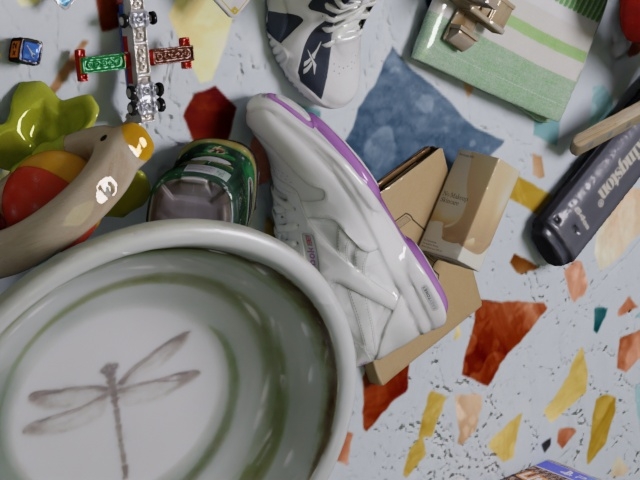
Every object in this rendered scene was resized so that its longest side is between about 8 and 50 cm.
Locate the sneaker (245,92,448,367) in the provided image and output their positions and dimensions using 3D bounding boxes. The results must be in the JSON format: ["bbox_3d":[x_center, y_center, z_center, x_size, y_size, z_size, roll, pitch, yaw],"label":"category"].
[{"bbox_3d":[0.000,0.000,1.836,0.152,0.114,0.305,-34,114,-1],"label":"sneaker"}]

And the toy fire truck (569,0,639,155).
[{"bbox_3d":[0.359,-0.212,2.071,0.217,0.158,0.246,41,62,-63],"label":"toy fire truck"}]

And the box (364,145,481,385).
[{"bbox_3d":[0.087,0.027,1.992,0.164,0.021,0.201,-36,125,-30],"label":"box"}]

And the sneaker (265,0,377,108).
[{"bbox_3d":[0.030,-0.222,1.769,0.094,0.153,0.235,-20,116,-36],"label":"sneaker"}]

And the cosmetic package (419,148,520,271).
[{"bbox_3d":[0.152,-0.031,1.979,0.041,0.060,0.115,28,81,-45],"label":"cosmetic package"}]

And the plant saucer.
[{"bbox_3d":[-0.164,0.146,1.605,0.400,0.100,0.400,-15,124,-24],"label":"plant saucer"}]

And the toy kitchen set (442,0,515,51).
[{"bbox_3d":[0.165,-0.220,1.911,0.083,0.075,0.068,31,84,-37],"label":"toy kitchen set"}]

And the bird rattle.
[{"bbox_3d":[-0.242,-0.030,1.552,0.253,0.207,0.143,-42,109,-38],"label":"bird rattle"}]

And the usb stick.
[{"bbox_3d":[0.332,-0.088,2.171,0.278,0.045,0.077,-49,131,-21],"label":"usb stick"}]

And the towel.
[{"bbox_3d":[0.228,-0.305,2.016,0.248,0.038,0.325,20,90,-43],"label":"towel"}]

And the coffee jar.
[{"bbox_3d":[-0.102,-0.032,1.697,0.184,0.079,0.096,-69,165,-75],"label":"coffee jar"}]

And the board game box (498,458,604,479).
[{"bbox_3d":[0.205,0.404,2.133,0.291,0.141,0.232,-14,112,-40],"label":"board game box"}]

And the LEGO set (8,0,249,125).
[{"bbox_3d":[-0.168,-0.217,1.677,0.182,0.060,0.244,45,70,-29],"label":"LEGO set"}]
